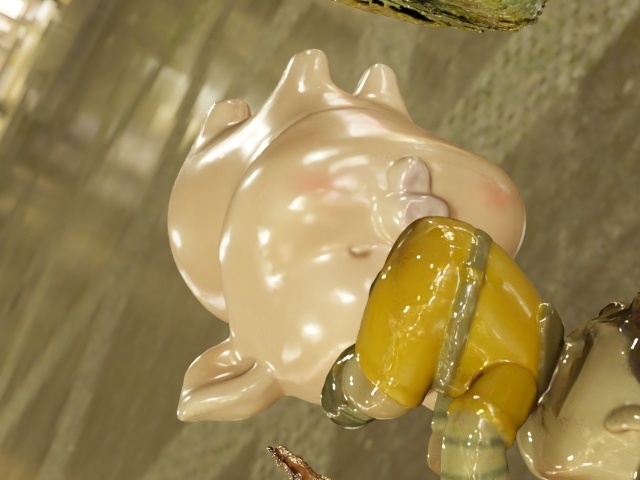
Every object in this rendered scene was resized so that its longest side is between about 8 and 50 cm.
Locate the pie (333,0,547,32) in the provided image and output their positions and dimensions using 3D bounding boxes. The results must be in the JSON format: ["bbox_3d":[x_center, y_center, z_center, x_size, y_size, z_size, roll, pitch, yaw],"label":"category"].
[{"bbox_3d":[0.064,-0.259,1.508,0.371,0.296,0.078,10,-86,-61],"label":"pie"}]

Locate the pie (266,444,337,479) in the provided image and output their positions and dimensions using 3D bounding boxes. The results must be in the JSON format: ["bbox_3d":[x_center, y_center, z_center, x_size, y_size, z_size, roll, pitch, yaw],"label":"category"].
[{"bbox_3d":[0.055,0.166,0.846,0.033,0.191,0.088,-60,28,-6],"label":"pie"}]

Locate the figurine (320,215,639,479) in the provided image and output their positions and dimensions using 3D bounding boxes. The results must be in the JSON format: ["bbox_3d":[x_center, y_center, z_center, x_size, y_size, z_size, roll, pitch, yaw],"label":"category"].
[{"bbox_3d":[0.139,0.075,0.768,0.167,0.257,0.192,-62,5,22],"label":"figurine"}]

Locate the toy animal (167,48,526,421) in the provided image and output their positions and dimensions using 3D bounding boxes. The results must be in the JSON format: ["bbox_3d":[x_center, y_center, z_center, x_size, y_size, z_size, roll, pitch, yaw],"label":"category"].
[{"bbox_3d":[0.000,0.000,1.162,0.326,0.237,0.269,153,116,-64],"label":"toy animal"}]
